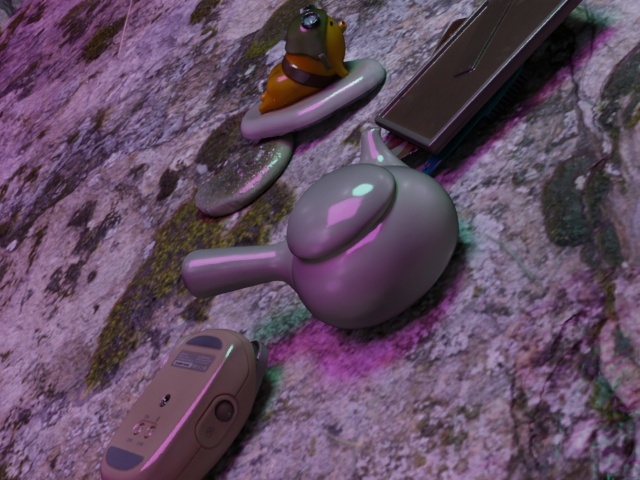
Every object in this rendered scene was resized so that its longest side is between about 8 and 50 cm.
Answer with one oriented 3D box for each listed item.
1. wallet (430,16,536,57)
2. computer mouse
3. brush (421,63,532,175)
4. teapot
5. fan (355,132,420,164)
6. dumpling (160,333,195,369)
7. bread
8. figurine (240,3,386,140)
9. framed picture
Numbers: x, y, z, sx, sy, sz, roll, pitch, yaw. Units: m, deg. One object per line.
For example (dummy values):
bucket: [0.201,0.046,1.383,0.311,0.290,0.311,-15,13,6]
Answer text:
wallet: [0.236,-0.280,1.466,0.176,0.026,0.095,-3,51,48]
computer mouse: [-0.153,0.205,1.227,0.145,0.082,0.236,-2,46,51]
brush: [0.196,-0.146,1.336,0.193,0.032,0.043,-51,18,9]
teapot: [0.001,0.021,1.218,0.318,0.149,0.220,-37,28,7]
fan: [0.102,-0.132,1.429,0.227,0.008,0.152,-32,21,26]
dumpling: [-0.157,0.147,1.340,0.057,0.076,0.052,20,103,36]
bread: [-0.116,-0.098,1.639,0.193,0.036,0.112,-38,30,8]
figurine: [-0.042,-0.263,1.631,0.250,0.141,0.166,-24,28,15]
framed picture: [0.203,-0.240,1.385,0.289,0.020,0.211,-47,24,0]
